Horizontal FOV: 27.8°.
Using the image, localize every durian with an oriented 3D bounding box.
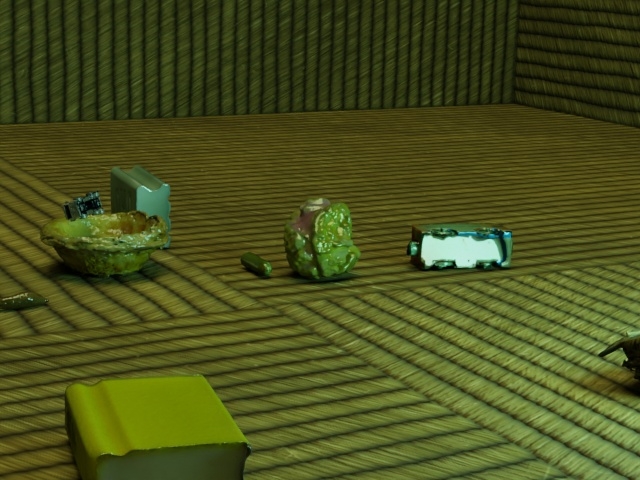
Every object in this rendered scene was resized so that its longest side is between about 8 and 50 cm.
[{"bbox_3d":[0.442,0.148,1.621,0.189,0.091,0.148,-2,1,-1],"label":"durian"}]

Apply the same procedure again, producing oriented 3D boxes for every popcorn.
[{"bbox_3d":[0.000,0.000,2.135,0.126,0.126,0.145,-15,44,-10],"label":"popcorn"}]

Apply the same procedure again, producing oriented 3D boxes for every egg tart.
[{"bbox_3d":[-0.352,0.006,2.125,0.213,0.090,0.212,0,11,0],"label":"egg tart"}]

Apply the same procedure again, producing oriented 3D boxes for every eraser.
[{"bbox_3d":[-0.173,0.203,1.332,0.158,0.069,0.226,-3,13,-17],"label":"eraser"}]

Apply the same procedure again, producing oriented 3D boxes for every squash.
[{"bbox_3d":[-0.103,0.040,2.143,0.027,0.027,0.083,-5,16,-28],"label":"squash"}]

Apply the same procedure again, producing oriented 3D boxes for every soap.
[{"bbox_3d":[-0.329,-0.062,2.356,0.067,0.119,0.198,-3,14,-22],"label":"soap"}]

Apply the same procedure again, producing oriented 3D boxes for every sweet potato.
[{"bbox_3d":[-0.451,0.089,1.892,0.115,0.026,0.026,-5,15,-33],"label":"sweet potato"}]

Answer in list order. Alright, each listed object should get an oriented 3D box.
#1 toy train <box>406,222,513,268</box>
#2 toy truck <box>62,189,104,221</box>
[{"bbox_3d":[0.237,0.007,2.235,0.188,0.072,0.099,0,14,-10],"label":"toy train"},{"bbox_3d":[-0.391,-0.055,2.130,0.044,0.039,0.083,-14,6,24],"label":"toy truck"}]
